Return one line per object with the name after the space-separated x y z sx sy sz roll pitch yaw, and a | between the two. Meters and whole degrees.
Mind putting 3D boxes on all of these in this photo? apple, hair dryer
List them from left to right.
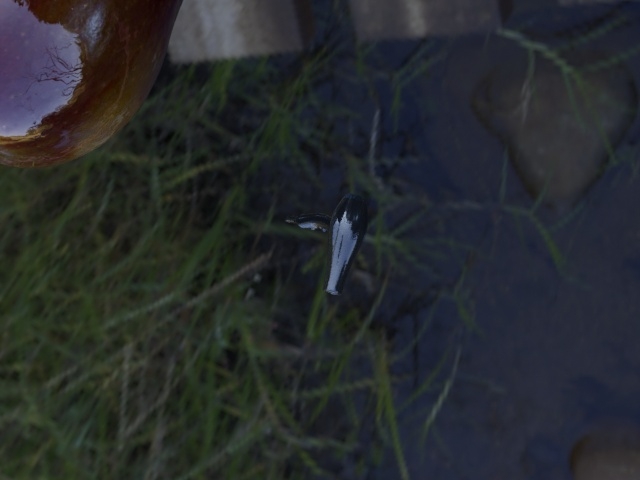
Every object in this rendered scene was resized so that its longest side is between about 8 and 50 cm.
-0.239 -0.199 1.261 0.288 0.317 0.288 28 168 7 | apple
0.000 0.000 1.340 0.031 0.079 0.083 22 172 -41 | hair dryer
